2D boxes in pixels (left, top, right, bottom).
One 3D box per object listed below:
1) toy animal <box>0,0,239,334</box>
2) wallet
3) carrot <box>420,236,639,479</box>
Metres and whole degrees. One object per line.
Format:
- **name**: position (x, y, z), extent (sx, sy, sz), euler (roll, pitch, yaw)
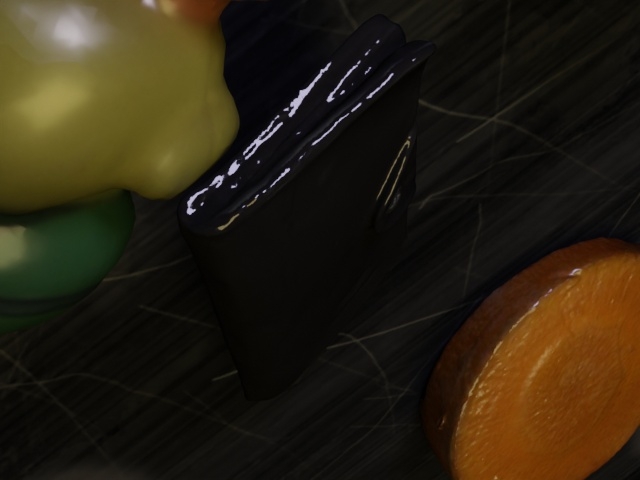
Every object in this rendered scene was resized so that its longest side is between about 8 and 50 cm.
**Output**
- **toy animal**: position (-0.166, -0.086, 0.603), extent (0.338, 0.216, 0.191), euler (-50, 169, 28)
- **wallet**: position (0.000, 0.000, 0.769), extent (0.197, 0.051, 0.377), euler (-46, 163, -16)
- **carrot**: position (0.236, 0.130, 1.104), extent (0.258, 0.100, 0.307), euler (28, 101, -39)
